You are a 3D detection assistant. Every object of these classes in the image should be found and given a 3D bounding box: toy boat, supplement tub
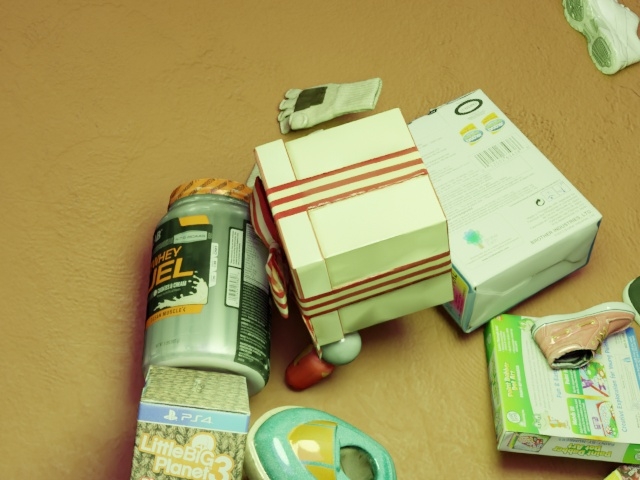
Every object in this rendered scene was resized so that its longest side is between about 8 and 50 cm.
[{"bbox_3d":[0.008,0.275,1.775,0.267,0.148,0.318,24,44,-30],"label":"toy boat"},{"bbox_3d":[-0.169,0.076,1.859,0.194,0.193,0.316,4,61,-6],"label":"supplement tub"}]

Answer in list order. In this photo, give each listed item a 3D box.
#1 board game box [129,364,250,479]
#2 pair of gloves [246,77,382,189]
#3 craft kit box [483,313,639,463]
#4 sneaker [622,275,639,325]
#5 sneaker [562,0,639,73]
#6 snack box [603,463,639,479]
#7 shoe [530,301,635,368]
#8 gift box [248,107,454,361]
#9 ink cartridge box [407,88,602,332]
[{"bbox_3d":[-0.186,0.338,1.628,0.141,0.232,0.291,8,95,-6],"label":"board game box"},{"bbox_3d":[-0.015,-0.185,2.043,0.204,0.042,0.240,-5,47,38],"label":"pair of gloves"},{"bbox_3d":[0.391,0.230,1.898,0.247,0.061,0.250,9,42,-7],"label":"craft kit box"},{"bbox_3d":[0.631,0.150,1.966,0.104,0.147,0.296,-35,73,-25],"label":"sneaker"},{"bbox_3d":[0.548,-0.426,2.306,0.115,0.090,0.232,-15,74,-23],"label":"sneaker"},{"bbox_3d":[0.488,0.435,1.834,0.207,0.070,0.174,-32,69,-22],"label":"snack box"},{"bbox_3d":[0.428,0.154,1.907,0.178,0.063,0.081,-9,47,-13],"label":"shoe"},{"bbox_3d":[0.041,0.004,1.763,0.258,0.276,0.255,-16,50,-3],"label":"gift box"},{"bbox_3d":[0.234,-0.078,2.008,0.270,0.151,0.395,-26,60,-20],"label":"ink cartridge box"}]
